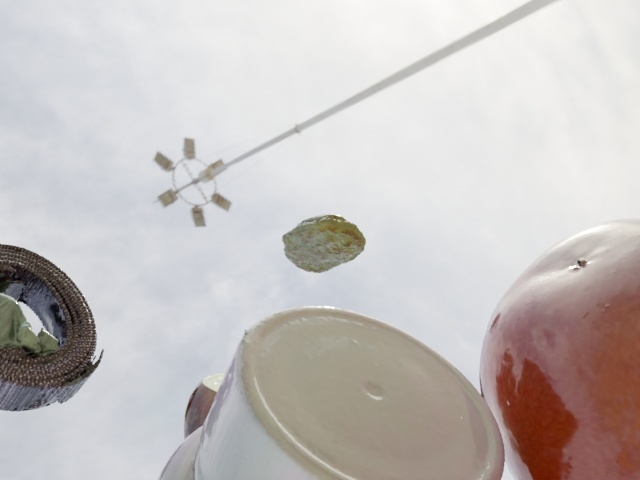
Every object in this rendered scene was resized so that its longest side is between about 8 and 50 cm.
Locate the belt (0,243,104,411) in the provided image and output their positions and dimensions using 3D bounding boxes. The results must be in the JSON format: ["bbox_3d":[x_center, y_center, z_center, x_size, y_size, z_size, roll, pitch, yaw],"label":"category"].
[{"bbox_3d":[-0.552,0.149,1.165,0.260,0.122,0.325,-9,-122,-52],"label":"belt"}]

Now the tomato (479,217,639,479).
[{"bbox_3d":[0.311,0.115,0.566,0.341,0.341,0.273,-28,-88,-46],"label":"tomato"}]

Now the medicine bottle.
[{"bbox_3d":[-0.016,0.243,0.530,0.256,0.325,0.256,19,-154,-10],"label":"medicine bottle"}]

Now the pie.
[{"bbox_3d":[0.000,0.000,1.765,0.201,0.247,0.090,34,-132,-33],"label":"pie"}]

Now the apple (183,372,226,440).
[{"bbox_3d":[-0.081,0.230,0.783,0.146,0.147,0.163,-87,-17,-72],"label":"apple"}]
